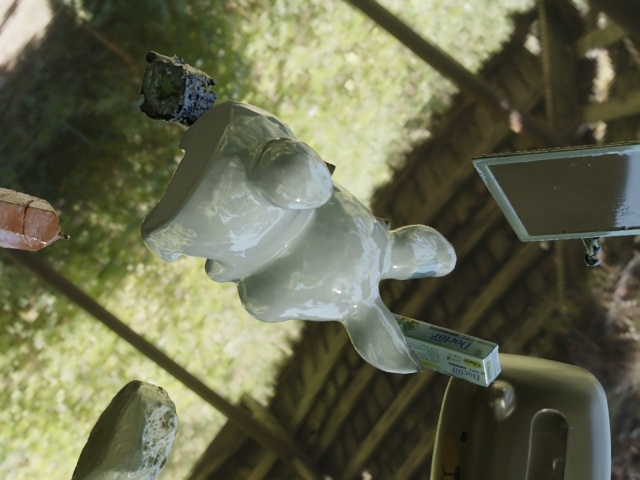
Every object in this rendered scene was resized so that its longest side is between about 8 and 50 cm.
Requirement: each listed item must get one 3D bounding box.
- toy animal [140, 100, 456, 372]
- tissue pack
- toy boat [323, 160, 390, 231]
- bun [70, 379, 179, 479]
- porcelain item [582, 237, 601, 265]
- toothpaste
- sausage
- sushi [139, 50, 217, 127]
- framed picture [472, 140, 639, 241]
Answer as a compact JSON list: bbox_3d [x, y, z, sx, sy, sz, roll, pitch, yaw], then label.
[{"bbox_3d":[-0.008,-0.001,1.374,0.241,0.367,0.196,-3,-124,52],"label":"toy animal"},{"bbox_3d":[0.305,0.371,1.836,0.277,0.267,0.387,113,-14,-81],"label":"tissue pack"},{"bbox_3d":[-0.040,-0.079,1.840,0.089,0.321,0.121,-37,-149,66],"label":"toy boat"},{"bbox_3d":[-0.288,0.317,1.807,0.210,0.116,0.237,-60,-164,-5],"label":"bun"},{"bbox_3d":[0.458,-0.024,2.044,0.021,0.136,0.075,-25,-179,-27],"label":"porcelain item"},{"bbox_3d":[0.139,0.132,1.452,0.164,0.046,0.034,15,-139,37],"label":"toothpaste"},{"bbox_3d":[-0.352,-0.027,1.283,0.065,0.169,0.065,-14,-109,46],"label":"sausage"},{"bbox_3d":[-0.212,-0.218,1.753,0.084,0.098,0.094,6,110,-55],"label":"sushi"},{"bbox_3d":[0.381,-0.069,1.633,0.296,0.232,0.019,-4,-121,26],"label":"framed picture"}]
